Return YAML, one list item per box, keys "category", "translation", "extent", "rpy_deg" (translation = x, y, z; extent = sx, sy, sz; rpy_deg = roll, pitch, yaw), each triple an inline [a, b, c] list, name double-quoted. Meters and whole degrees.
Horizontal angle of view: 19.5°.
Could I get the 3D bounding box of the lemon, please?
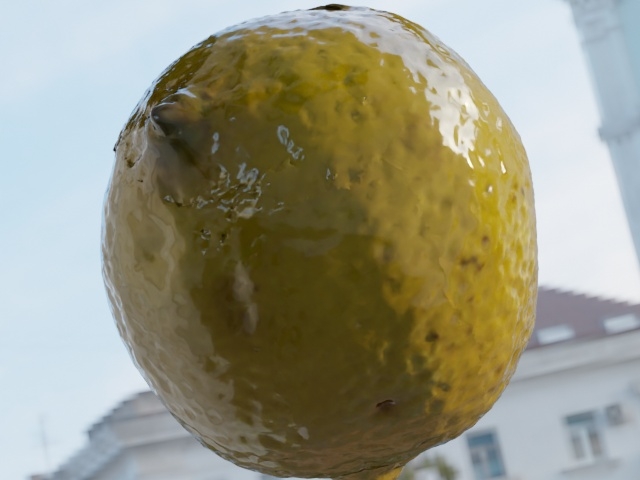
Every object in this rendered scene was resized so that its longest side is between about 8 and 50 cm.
- category: "lemon"
  translation: [0.001, 0.007, 0.951]
  extent: [0.228, 0.228, 0.253]
  rpy_deg: [-11, -55, -3]
